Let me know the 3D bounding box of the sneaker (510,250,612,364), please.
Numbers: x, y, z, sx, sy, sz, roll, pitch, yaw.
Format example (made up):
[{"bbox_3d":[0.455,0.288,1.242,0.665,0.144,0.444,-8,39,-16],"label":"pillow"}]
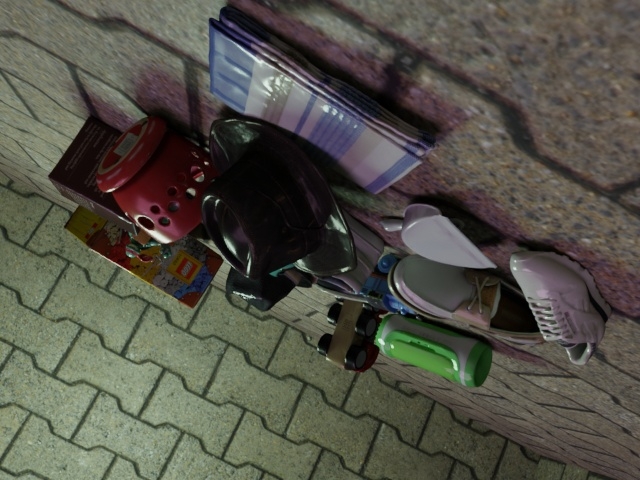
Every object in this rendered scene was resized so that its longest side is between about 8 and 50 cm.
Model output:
[{"bbox_3d":[0.349,0.096,0.789,0.235,0.095,0.090,37,164,-28],"label":"sneaker"}]

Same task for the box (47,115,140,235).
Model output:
[{"bbox_3d":[-0.474,-0.141,1.242,0.203,0.169,0.167,30,164,-9],"label":"box"}]

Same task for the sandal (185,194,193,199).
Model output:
[{"bbox_3d":[-0.342,-0.079,1.468,0.067,0.040,0.179,18,162,31],"label":"sandal"}]

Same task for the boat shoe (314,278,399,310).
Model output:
[{"bbox_3d":[0.097,0.103,1.237,0.254,0.079,0.095,9,178,41],"label":"boat shoe"}]

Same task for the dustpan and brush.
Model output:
[{"bbox_3d":[0.158,-0.014,0.842,0.147,0.060,0.211,38,155,-31],"label":"dustpan and brush"}]

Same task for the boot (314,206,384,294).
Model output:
[{"bbox_3d":[0.000,0.000,0.996,0.258,0.124,0.095,33,164,-21],"label":"boot"}]

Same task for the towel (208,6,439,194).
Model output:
[{"bbox_3d":[-0.010,-0.157,0.675,0.284,0.034,0.209,30,167,-6],"label":"towel"}]

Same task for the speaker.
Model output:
[{"bbox_3d":[0.297,0.288,1.446,0.296,0.131,0.131,14,160,39],"label":"speaker"}]

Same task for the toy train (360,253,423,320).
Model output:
[{"bbox_3d":[0.170,0.095,1.058,0.184,0.105,0.080,13,160,43],"label":"toy train"}]

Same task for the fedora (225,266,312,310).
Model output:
[{"bbox_3d":[-0.189,0.126,1.679,0.333,0.153,0.334,25,165,7],"label":"fedora"}]

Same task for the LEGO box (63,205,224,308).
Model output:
[{"bbox_3d":[-0.603,0.007,1.807,0.372,0.193,0.500,39,167,-31],"label":"LEGO box"}]

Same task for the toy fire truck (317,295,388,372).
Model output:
[{"bbox_3d":[0.112,0.223,1.415,0.158,0.217,0.246,14,175,37],"label":"toy fire truck"}]

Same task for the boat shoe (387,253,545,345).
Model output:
[{"bbox_3d":[0.265,0.095,0.915,0.302,0.113,0.103,19,165,-12],"label":"boat shoe"}]

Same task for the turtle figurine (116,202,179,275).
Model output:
[{"bbox_3d":[-0.477,-0.032,1.480,0.175,0.234,0.118,33,163,-22],"label":"turtle figurine"}]

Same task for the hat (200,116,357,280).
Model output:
[{"bbox_3d":[-0.093,-0.023,0.838,0.331,0.134,0.331,34,154,19],"label":"hat"}]

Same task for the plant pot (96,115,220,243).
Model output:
[{"bbox_3d":[-0.301,-0.116,1.001,0.191,0.191,0.174,8,153,51],"label":"plant pot"}]

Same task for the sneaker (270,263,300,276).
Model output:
[{"bbox_3d":[-0.144,0.041,1.406,0.121,0.108,0.302,41,158,-30],"label":"sneaker"}]
